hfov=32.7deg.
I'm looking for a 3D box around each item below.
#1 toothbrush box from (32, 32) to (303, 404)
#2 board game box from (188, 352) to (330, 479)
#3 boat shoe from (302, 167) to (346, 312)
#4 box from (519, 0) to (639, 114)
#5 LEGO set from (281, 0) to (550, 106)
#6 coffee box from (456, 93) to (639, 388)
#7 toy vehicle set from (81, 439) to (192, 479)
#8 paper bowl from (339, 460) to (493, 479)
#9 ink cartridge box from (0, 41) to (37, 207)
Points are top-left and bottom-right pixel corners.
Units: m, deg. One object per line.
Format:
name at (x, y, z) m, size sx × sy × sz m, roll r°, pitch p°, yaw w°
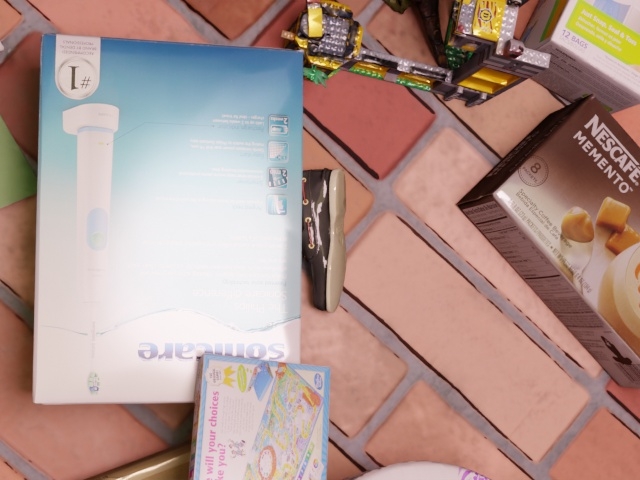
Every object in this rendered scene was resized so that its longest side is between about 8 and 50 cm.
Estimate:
toothbrush box at (-0.131, -0.012, 0.924) m, size 0.216 × 0.126 × 0.295 m, roll 0°, pitch 86°, yaw -13°
board game box at (-0.047, 0.168, 0.835) m, size 0.103 × 0.026 × 0.154 m, roll 8°, pitch 68°, yaw -14°
boat shoe at (0.001, 0.000, 0.997) m, size 0.042 × 0.049 × 0.133 m, roll 0°, pitch 93°, yaw 16°
box at (0.285, -0.237, 1.042) m, size 0.114 × 0.103 × 0.203 m, roll 29°, pitch 81°, yaw -9°
LEGO set at (0.107, -0.274, 0.960) m, size 0.255 × 0.192 × 0.331 m, roll 22°, pitch 81°, yaw -10°
coffee box at (0.270, 0.005, 1.024) m, size 0.141 × 0.098 × 0.246 m, roll -43°, pitch 96°, yaw -12°
toy vehicle set at (-0.187, 0.286, 0.914) m, size 0.267 × 0.035 × 0.166 m, roll -17°, pitch 97°, yaw -18°
paper bowl at (0.068, 0.336, 0.912) m, size 0.284 × 0.148 × 0.284 m, roll 7°, pitch 70°, yaw -20°
ink cartridge box at (-0.330, -0.127, 0.881) m, size 0.235 × 0.056 × 0.171 m, roll 58°, pitch 38°, yaw -2°
